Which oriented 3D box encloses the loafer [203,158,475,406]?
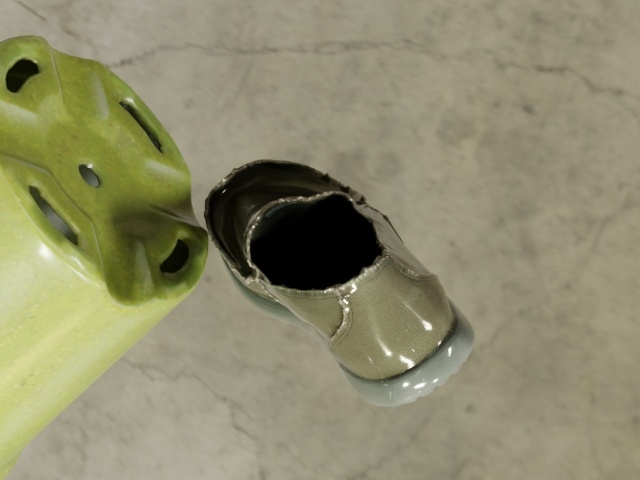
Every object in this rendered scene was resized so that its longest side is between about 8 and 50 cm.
[{"bbox_3d":[0.000,0.000,0.996,0.094,0.251,0.087,-37,122,-11],"label":"loafer"}]

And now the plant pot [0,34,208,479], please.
[{"bbox_3d":[-0.216,0.017,1.071,0.254,0.276,0.276,-34,123,27],"label":"plant pot"}]
